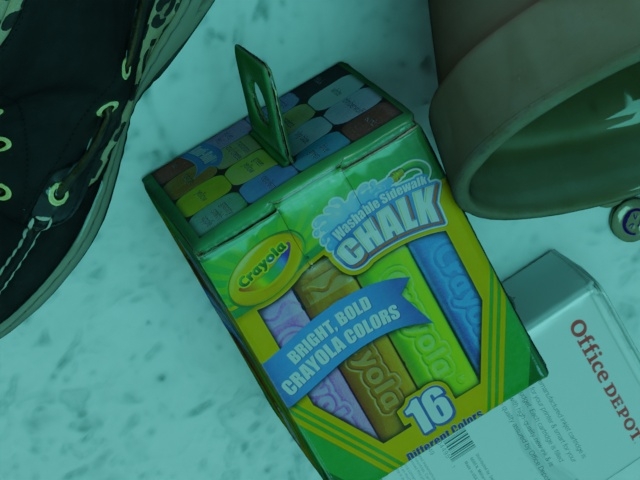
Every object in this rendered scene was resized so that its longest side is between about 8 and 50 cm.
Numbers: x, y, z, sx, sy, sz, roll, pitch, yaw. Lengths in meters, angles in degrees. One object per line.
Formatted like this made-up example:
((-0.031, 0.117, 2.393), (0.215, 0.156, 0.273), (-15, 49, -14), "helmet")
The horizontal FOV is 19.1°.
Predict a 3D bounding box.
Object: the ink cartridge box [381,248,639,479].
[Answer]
((0.143, 0.134, 1.474), (0.218, 0.092, 0.158), (-32, 114, -2), "ink cartridge box")

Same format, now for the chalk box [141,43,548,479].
((0.000, 0.000, 1.339), (0.179, 0.180, 0.289), (-32, 113, -5), "chalk box")

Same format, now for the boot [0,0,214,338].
((-0.218, -0.089, 1.167), (0.138, 0.284, 0.377), (40, 106, 17), "boot")

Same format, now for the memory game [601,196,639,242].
((0.291, -0.074, 1.491), (0.186, 0.012, 0.186), (-5, 110, -15), "memory game")

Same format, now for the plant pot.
((0.190, -0.203, 1.248), (0.323, 0.323, 0.280), (-18, 75, -11), "plant pot")
